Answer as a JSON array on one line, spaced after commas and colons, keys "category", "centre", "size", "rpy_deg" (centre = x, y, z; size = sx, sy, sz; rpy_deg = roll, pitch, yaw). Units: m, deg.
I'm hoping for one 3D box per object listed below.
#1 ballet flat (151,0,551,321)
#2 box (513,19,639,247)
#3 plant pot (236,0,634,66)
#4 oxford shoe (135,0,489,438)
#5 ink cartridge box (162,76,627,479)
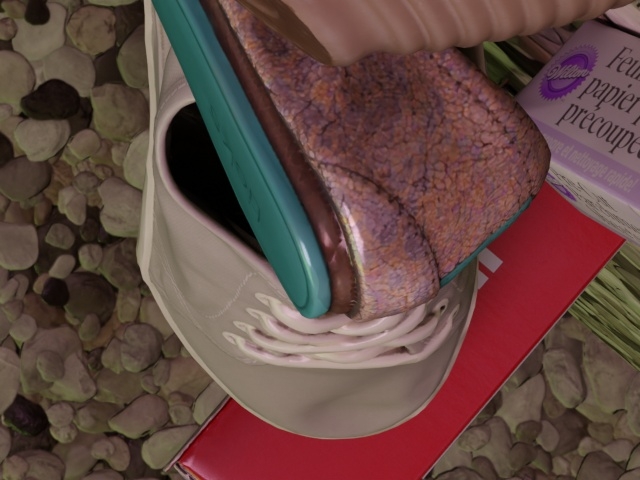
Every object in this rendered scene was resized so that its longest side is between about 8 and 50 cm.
[{"category": "ballet flat", "centre": [-0.027, -0.125, 0.545], "size": [0.316, 0.106, 0.107], "rpy_deg": [62, 169, 7]}, {"category": "box", "centre": [0.165, -0.004, 0.569], "size": [0.067, 0.063, 0.324], "rpy_deg": [42, 180, -28]}, {"category": "plant pot", "centre": [-0.004, -0.118, 0.395], "size": [0.237, 0.110, 0.237], "rpy_deg": [40, 179, 0]}, {"category": "oxford shoe", "centre": [0.000, 0.000, 0.759], "size": [0.449, 0.169, 0.130], "rpy_deg": [88, 172, -59]}, {"category": "ink cartridge box", "centre": [0.056, 0.061, 1.078], "size": [0.130, 0.309, 0.272], "rpy_deg": [40, -179, 3]}]
